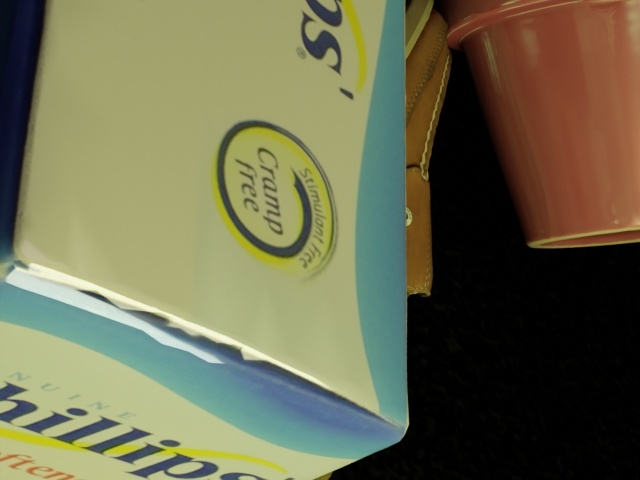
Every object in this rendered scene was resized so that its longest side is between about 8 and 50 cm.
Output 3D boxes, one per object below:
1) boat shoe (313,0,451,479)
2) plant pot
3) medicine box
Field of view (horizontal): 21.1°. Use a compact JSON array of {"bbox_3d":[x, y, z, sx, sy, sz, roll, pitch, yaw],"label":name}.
[{"bbox_3d":[0.000,0.000,0.853,0.104,0.111,0.307,44,54,-21],"label":"boat shoe"},{"bbox_3d":[0.176,-0.091,1.011,0.201,0.201,0.180,-2,85,-44],"label":"plant pot"},{"bbox_3d":[-0.113,-0.026,0.614,0.149,0.289,0.263,23,53,-33],"label":"medicine box"}]
